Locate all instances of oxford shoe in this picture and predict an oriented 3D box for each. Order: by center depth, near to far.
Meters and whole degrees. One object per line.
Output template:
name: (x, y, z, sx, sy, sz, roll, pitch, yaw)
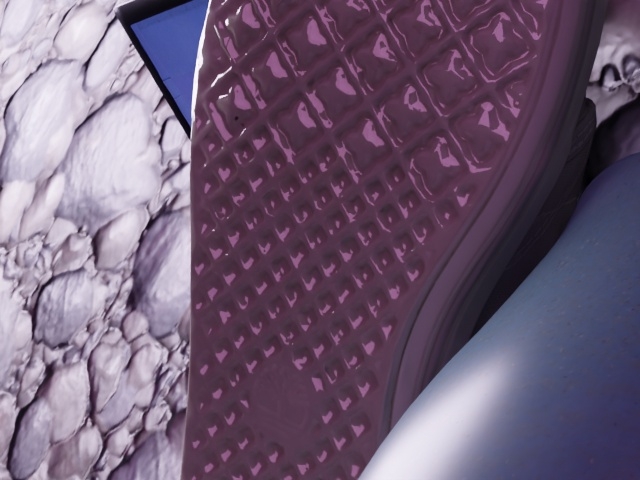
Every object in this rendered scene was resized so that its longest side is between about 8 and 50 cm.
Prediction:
oxford shoe: (0.037, -0.001, 0.714, 0.169, 0.130, 0.449, 22, 112, 37)

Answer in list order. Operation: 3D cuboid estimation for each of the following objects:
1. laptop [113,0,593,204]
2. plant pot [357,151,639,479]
laptop: (0.000, 0.000, 0.850, 0.234, 0.136, 0.264, -13, 61, 44)
plant pot: (0.127, 0.119, 0.569, 0.271, 0.271, 0.255, -1, 56, 47)
